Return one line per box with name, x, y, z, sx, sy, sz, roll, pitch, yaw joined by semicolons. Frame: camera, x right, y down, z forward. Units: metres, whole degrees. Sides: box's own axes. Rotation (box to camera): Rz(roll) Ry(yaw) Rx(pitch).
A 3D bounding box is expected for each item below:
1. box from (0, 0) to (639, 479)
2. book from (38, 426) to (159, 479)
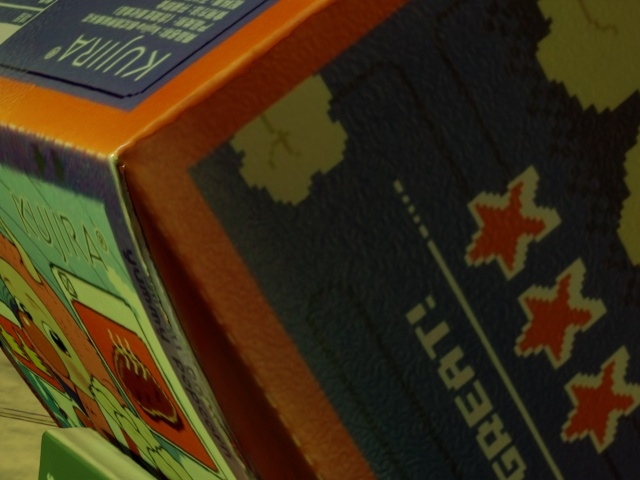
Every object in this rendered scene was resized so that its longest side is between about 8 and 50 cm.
box;0.000;0.000;0.766;0.257;0.318;0.349;-37;27;-19
book;-0.061;0.206;0.670;0.027;0.202;0.264;0;11;-30
